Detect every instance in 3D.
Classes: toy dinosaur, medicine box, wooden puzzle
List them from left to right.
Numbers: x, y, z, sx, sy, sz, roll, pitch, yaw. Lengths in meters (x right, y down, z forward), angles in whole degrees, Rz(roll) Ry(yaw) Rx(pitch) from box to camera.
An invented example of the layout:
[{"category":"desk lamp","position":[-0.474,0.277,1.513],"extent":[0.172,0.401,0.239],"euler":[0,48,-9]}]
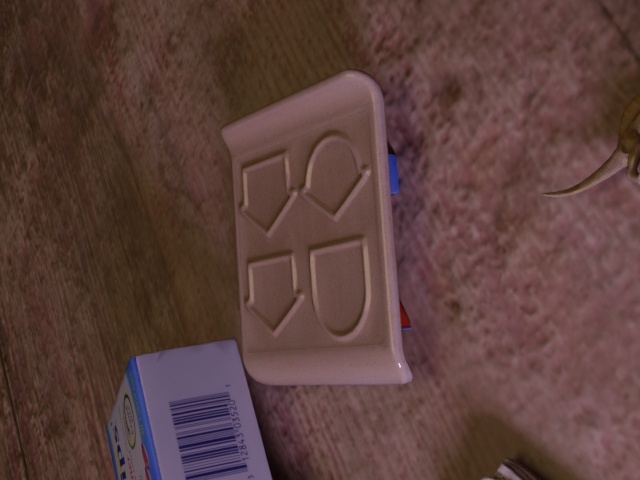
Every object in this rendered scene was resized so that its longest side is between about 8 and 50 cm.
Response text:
[{"category":"medicine box","position":[-0.181,0.317,1.318],"extent":[0.289,0.149,0.264],"euler":[121,137,-54]},{"category":"wooden puzzle","position":[0.000,0.000,1.175],"extent":[0.322,0.080,0.348],"euler":[-13,84,55]},{"category":"toy dinosaur","position":[0.271,-0.082,0.816],"extent":[0.183,0.053,0.093],"euler":[-58,30,27]}]

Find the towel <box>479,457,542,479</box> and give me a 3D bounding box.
[{"category":"towel","position":[0.191,0.368,0.916],"extent":[0.187,0.049,0.282],"euler":[32,116,51]}]
